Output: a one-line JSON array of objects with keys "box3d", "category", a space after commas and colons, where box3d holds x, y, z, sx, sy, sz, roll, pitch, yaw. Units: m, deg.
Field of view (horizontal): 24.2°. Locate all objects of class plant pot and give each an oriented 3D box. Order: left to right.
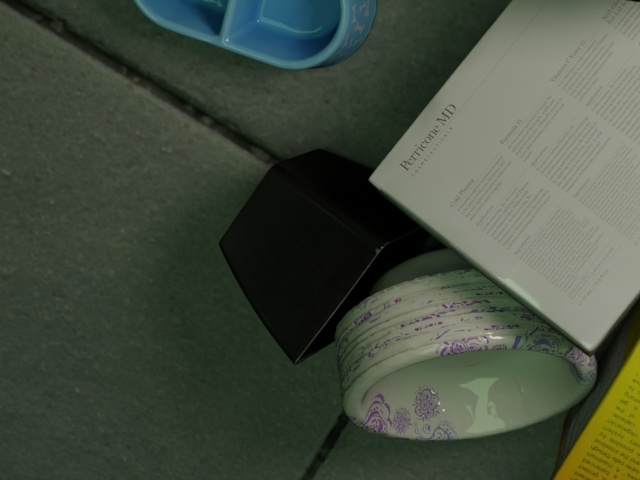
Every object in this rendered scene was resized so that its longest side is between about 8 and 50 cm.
[{"box3d": [0.000, 0.000, 1.709, 0.167, 0.187, 0.188, 43, 117, 11], "category": "plant pot"}]

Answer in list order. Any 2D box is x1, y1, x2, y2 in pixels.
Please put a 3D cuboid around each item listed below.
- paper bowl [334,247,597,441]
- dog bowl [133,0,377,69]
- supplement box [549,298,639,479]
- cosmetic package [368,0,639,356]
[{"box3d": [0.158, 0.111, 1.669, 0.284, 0.148, 0.284, -6, 151, -3], "category": "paper bowl"}, {"box3d": [-0.086, -0.288, 1.676, 0.297, 0.074, 0.166, 20, 114, 8], "category": "dog bowl"}, {"box3d": [0.419, 0.149, 1.621, 0.195, 0.194, 0.356, 28, 116, 5], "category": "supplement box"}, {"box3d": [0.277, -0.116, 1.506, 0.284, 0.097, 0.377, 39, 90, 13], "category": "cosmetic package"}]
